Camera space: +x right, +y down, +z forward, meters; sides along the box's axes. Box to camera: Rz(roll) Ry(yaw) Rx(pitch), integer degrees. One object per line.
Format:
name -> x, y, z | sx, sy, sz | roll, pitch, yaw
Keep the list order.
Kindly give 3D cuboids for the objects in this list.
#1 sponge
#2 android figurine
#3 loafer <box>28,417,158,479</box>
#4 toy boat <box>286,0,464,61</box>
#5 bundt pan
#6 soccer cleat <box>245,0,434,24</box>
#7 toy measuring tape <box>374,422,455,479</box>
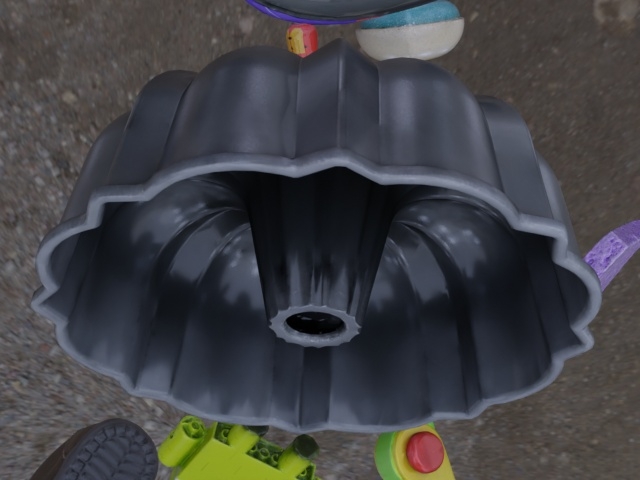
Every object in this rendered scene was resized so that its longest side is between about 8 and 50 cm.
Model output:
sponge -> 0.339, 0.032, 1.301 | 0.031, 0.210, 0.117 | 43, 110, 16
android figurine -> -0.120, 0.350, 1.587 | 0.248, 0.273, 0.056 | 27, 41, -13
loafer -> -0.325, 0.363, 1.224 | 0.134, 0.130, 0.366 | 47, 68, -18
toy boat -> 0.091, -0.384, 1.884 | 0.318, 0.267, 0.148 | -5, 103, 3
bundt pan -> 0.000, 0.000, 0.660 | 0.330, 0.331, 0.124 | 7, 58, -6
soccer cleat -> 0.064, -0.165, 0.422 | 0.108, 0.116, 0.318 | 46, 61, -3
toy measuring tape -> 0.167, 0.420, 1.798 | 0.121, 0.121, 0.330 | -17, 84, -10
